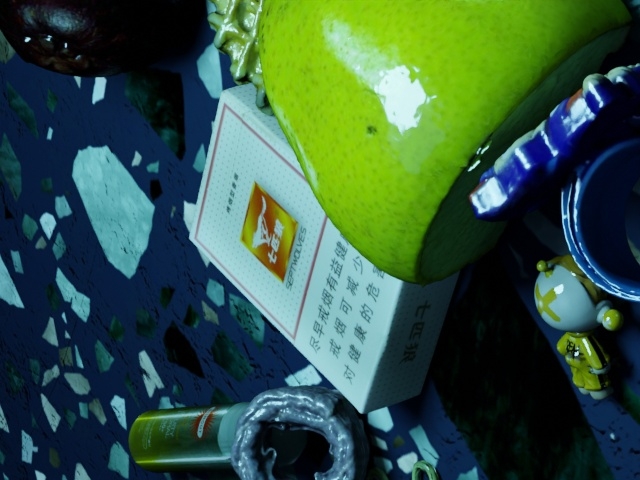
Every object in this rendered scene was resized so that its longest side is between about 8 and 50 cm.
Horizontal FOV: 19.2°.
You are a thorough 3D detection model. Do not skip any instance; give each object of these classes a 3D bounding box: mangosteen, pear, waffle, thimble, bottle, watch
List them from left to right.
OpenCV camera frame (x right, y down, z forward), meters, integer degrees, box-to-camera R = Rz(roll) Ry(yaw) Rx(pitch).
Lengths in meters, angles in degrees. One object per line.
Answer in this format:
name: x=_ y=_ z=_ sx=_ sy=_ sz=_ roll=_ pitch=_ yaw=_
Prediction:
mangosteen: x=-0.271 y=-0.330 z=2.155 sx=0.233 sy=0.287 sz=0.288 roll=-21 pitch=84 yaw=14
bottle: x=-0.127 y=0.239 z=2.290 sx=0.286 sy=0.082 sz=0.082 roll=-11 pitch=94 yaw=53
waffle: x=-0.027 y=-0.246 z=1.975 sx=0.204 sy=0.054 sz=0.223 roll=-24 pitch=85 yaw=29
thimble: x=-0.021 y=0.231 z=2.093 sx=0.150 sy=0.098 sz=0.150 roll=0 pitch=90 yaw=15
pear: x=0.073 y=-0.158 z=1.767 sx=0.318 sy=0.238 sz=0.342 roll=46 pitch=136 yaw=21
watch: x=0.276 y=-0.035 z=1.595 sx=0.196 sy=0.171 sz=0.200 roll=-49 pitch=64 yaw=33

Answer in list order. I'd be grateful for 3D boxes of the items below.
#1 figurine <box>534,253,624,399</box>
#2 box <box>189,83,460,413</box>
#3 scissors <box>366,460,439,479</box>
figurine: x=0.241 y=0.078 z=1.777 sx=0.101 sy=0.068 sz=0.143 roll=47 pitch=152 yaw=42
box: x=0.000 y=0.000 z=2.030 sx=0.330 sy=0.095 sz=0.210 roll=42 pitch=133 yaw=34
scissors: x=0.106 y=0.335 z=2.073 sx=0.133 sy=0.020 sz=0.187 roll=-21 pitch=84 yaw=56
